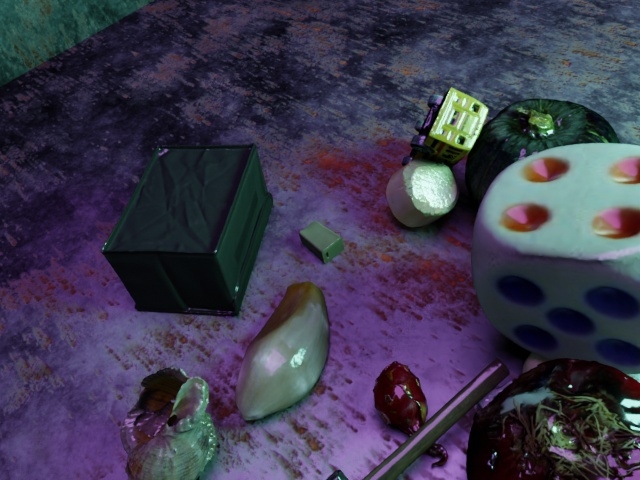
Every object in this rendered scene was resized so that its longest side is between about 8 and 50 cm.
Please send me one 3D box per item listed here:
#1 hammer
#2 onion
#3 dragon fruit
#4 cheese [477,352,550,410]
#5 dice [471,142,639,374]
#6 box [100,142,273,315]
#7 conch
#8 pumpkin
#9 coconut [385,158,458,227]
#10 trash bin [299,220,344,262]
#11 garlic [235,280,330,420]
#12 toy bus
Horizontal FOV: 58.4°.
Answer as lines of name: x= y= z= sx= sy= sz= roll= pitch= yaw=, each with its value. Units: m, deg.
hammer: x=0.174 y=0.324 z=0.937 sx=0.365 sy=0.043 sz=0.111 roll=-38 pitch=83 yaw=-13
onion: x=0.367 y=0.333 z=0.845 sx=0.313 sy=0.232 sz=0.314 roll=-24 pitch=41 yaw=23
dragon fruit: x=0.151 y=0.302 z=0.993 sx=0.094 sy=0.094 sz=0.191 roll=-22 pitch=61 yaw=-8
cheese: x=0.385 y=0.251 z=1.011 sx=0.234 sy=0.050 sz=0.127 roll=-24 pitch=49 yaw=-11
dice: x=0.444 y=0.031 z=0.941 sx=0.304 sy=0.304 sz=0.277 roll=7 pitch=49 yaw=38
box: x=-0.277 y=-0.032 z=1.279 sx=0.251 sy=0.205 sz=0.345 roll=2 pitch=50 yaw=12
conch: x=-0.260 y=0.322 z=0.988 sx=0.178 sy=0.245 sz=0.163 roll=29 pitch=19 yaw=12
pumpkin: x=0.468 y=-0.155 z=1.220 sx=0.323 sy=0.241 sz=0.323 roll=-6 pitch=45 yaw=6
coconut: x=0.224 y=-0.105 z=1.292 sx=0.147 sy=0.152 sz=0.147 roll=3 pitch=78 yaw=-14
trash bin: x=0.000 y=0.000 z=1.307 sx=0.061 sy=0.043 sz=0.092 roll=-37 pitch=52 yaw=-20
garlic: x=-0.060 y=0.202 z=1.117 sx=0.143 sy=0.112 sz=0.318 roll=6 pitch=40 yaw=19
toy bus: x=0.270 y=-0.230 z=1.287 sx=0.122 sy=0.335 sz=0.121 roll=23 pitch=87 yaw=3
